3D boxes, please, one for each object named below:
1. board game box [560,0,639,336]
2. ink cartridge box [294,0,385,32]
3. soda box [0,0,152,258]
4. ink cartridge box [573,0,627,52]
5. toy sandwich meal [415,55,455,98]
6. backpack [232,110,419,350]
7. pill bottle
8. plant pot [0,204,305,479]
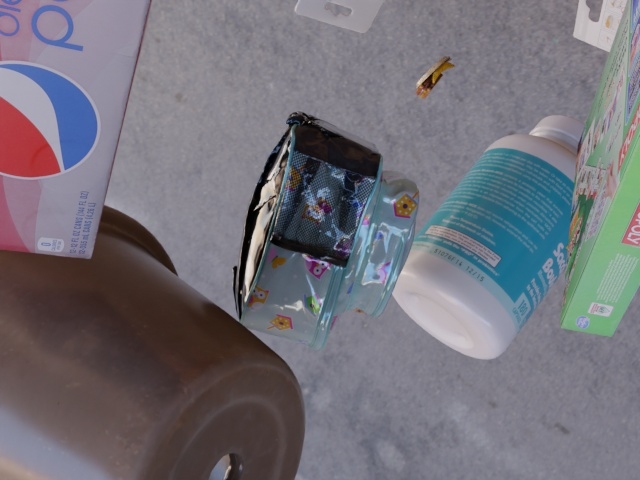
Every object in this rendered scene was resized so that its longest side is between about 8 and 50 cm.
[{"bbox_3d":[0.240,-0.098,0.541,0.046,0.213,0.317,10,146,11],"label":"board game box"},{"bbox_3d":[0.040,-0.341,0.807,0.067,0.115,0.198,54,127,40],"label":"ink cartridge box"},{"bbox_3d":[-0.126,-0.112,0.328,0.083,0.092,0.263,-105,31,-43],"label":"soda box"},{"bbox_3d":[0.486,-0.315,1.037,0.232,0.066,0.189,38,170,23],"label":"ink cartridge box"},{"bbox_3d":[0.196,-0.279,1.252,0.029,0.085,0.085,47,132,0],"label":"toy sandwich meal"},{"bbox_3d":[0.000,0.000,0.641,0.144,0.166,0.188,24,101,-7],"label":"backpack"},{"bbox_3d":[0.203,-0.013,0.790,0.146,0.264,0.146,37,164,12],"label":"pill bottle"},{"bbox_3d":[-0.143,0.110,0.474,0.229,0.263,0.263,15,116,36],"label":"plant pot"}]
